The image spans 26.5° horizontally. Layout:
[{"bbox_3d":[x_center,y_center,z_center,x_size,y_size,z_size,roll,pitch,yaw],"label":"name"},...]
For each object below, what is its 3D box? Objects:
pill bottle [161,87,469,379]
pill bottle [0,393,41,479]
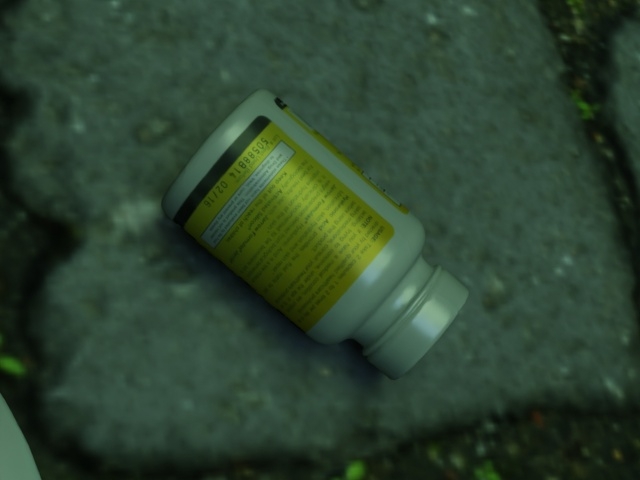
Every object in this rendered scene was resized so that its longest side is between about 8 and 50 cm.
[{"bbox_3d":[0.000,0.000,0.537,0.116,0.065,0.065,40,52,-1],"label":"pill bottle"},{"bbox_3d":[-0.206,0.114,0.302,0.278,0.162,0.162,-10,68,-33],"label":"pill bottle"}]
